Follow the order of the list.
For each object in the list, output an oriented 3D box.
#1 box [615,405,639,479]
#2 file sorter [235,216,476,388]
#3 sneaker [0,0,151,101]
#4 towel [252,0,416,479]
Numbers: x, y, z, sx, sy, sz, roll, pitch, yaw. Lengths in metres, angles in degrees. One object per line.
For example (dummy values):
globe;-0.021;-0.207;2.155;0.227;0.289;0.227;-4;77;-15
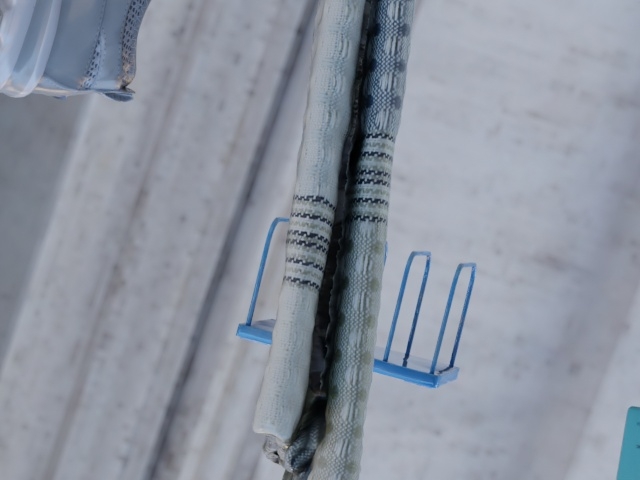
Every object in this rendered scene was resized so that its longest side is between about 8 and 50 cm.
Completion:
box;0.260;0.256;1.511;0.060;0.244;0.100;3;166;35
file sorter;0.035;0.049;1.655;0.170;0.105;0.118;14;-178;12
sneaker;-0.109;-0.206;1.070;0.115;0.281;0.105;12;-164;-37
towel;0.000;0.000;1.047;0.056;0.324;0.312;6;174;-2
